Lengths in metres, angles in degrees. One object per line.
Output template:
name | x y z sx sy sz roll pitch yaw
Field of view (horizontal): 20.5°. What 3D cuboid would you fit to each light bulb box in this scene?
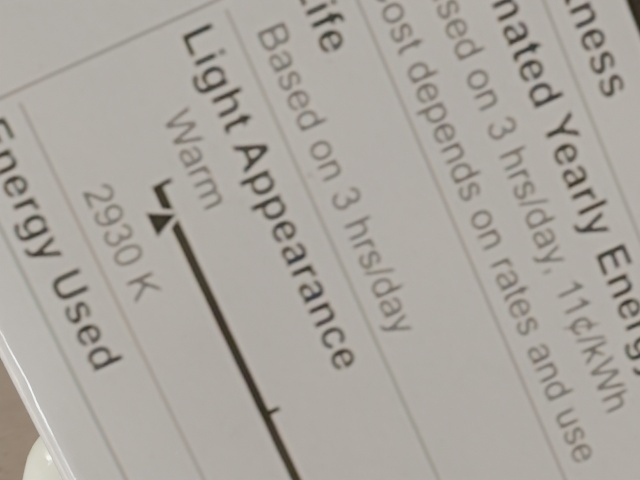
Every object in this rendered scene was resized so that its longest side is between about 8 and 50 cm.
light bulb box | 0.067 -0.108 0.459 0.361 0.225 0.358 -24 103 0

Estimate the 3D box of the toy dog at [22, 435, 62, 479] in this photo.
toy dog | -0.082 0.034 1.125 0.284 0.408 0.395 -19 130 6
